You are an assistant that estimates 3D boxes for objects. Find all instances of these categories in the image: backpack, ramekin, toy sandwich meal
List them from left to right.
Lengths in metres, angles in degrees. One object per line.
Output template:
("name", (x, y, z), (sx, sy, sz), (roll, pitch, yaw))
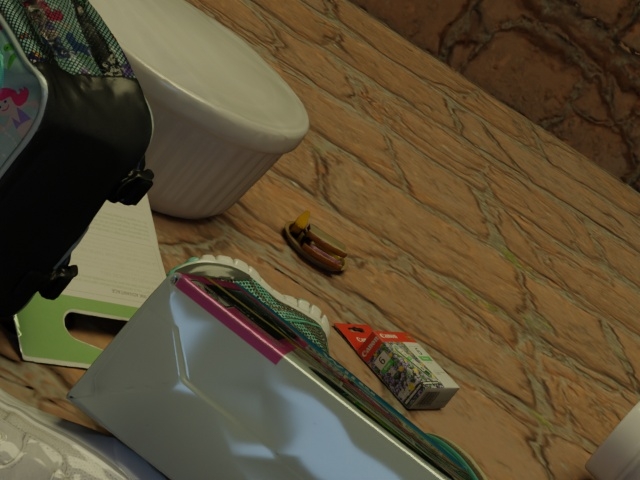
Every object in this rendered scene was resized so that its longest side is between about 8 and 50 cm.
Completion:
("backpack", (-0.253, -0.098, 0.955), (0.191, 0.225, 0.253), (11, 39, -45))
("ramekin", (-0.155, -0.134, 1.383), (0.273, 0.127, 0.273), (33, 19, -13))
("toy sandwich meal", (0.000, 0.000, 1.487), (0.085, 0.029, 0.085), (32, 19, -12))

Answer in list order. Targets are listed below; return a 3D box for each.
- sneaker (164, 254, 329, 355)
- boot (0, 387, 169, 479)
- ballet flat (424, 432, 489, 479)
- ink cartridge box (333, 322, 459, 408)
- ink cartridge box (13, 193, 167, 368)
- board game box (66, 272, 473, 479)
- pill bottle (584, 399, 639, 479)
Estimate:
("sneaker", (-0.053, 0.068, 1.182), (0.166, 0.065, 0.076), (24, 26, -29))
("boot", (-0.187, 0.135, 0.760), (0.258, 0.095, 0.123), (32, 28, 0))
("ballet flat", (0.120, 0.244, 1.058), (0.086, 0.086, 0.248), (22, 24, -36))
("ink cartridge box", (0.069, 0.106, 1.353), (0.115, 0.029, 0.063), (47, 22, 29))
("ink cartridge box", (-0.194, 0.002, 1.104), (0.171, 0.056, 0.235), (14, 53, -48))
("board game box", (-0.013, 0.123, 0.915), (0.224, 0.097, 0.303), (38, -2, 3))
("pill bottle", (0.369, 0.255, 1.358), (0.245, 0.136, 0.136), (42, 19, 16))
